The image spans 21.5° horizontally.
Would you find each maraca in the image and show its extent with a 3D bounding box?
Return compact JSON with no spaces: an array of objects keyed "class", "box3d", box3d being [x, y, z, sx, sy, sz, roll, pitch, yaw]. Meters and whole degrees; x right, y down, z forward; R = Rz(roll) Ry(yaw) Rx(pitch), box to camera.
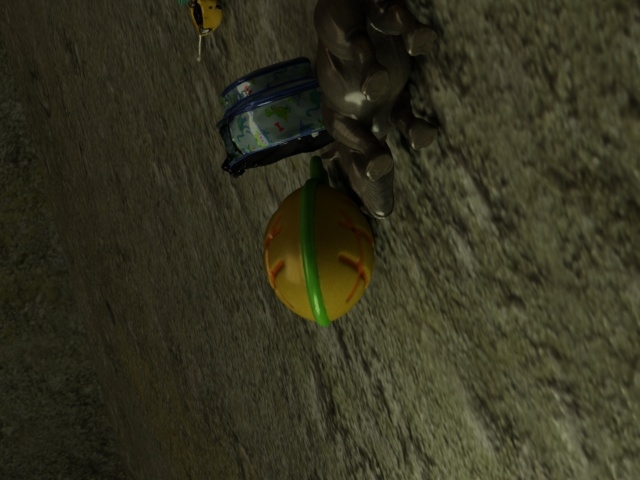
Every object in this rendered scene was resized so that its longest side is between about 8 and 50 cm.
[{"class":"maraca","box3d":[0.000,0.000,1.529,0.186,0.099,0.127,-83,-13,-59]}]

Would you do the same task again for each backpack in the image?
[{"class":"backpack","box3d":[-0.035,-0.113,1.490,0.114,0.105,0.084,-14,95,70]}]

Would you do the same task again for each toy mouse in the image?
[{"class":"toy mouse","box3d":[-0.136,-0.290,1.775,0.161,0.031,0.143,107,141,-65]}]

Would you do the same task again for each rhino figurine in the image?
[{"class":"rhino figurine","box3d":[0.038,-0.103,1.307,0.106,0.073,0.243,56,160,34]}]
